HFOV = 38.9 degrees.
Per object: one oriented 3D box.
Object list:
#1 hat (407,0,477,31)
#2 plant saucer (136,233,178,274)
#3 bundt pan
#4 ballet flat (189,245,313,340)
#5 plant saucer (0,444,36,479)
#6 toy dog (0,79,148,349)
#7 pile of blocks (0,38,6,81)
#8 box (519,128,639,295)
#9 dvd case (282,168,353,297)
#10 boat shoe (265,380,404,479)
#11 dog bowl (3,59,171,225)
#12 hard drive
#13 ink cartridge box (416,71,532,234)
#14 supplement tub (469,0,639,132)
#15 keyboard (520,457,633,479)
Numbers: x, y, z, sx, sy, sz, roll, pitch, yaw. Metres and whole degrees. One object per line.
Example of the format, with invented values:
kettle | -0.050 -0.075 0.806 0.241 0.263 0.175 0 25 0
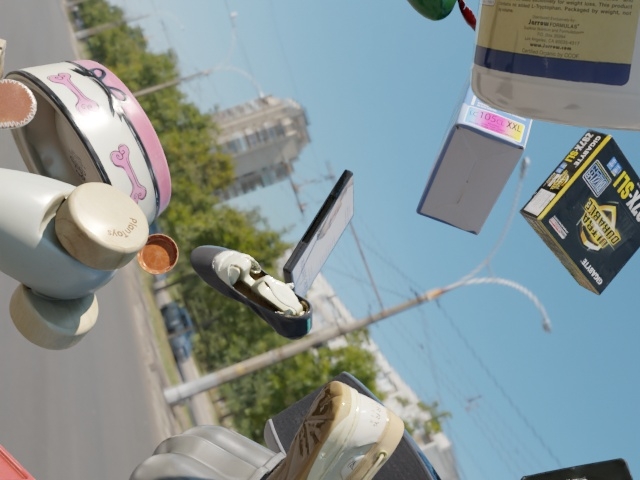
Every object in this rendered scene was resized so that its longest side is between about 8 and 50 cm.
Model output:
hat | 0.238 -0.436 1.769 0.208 0.173 0.184 -26 99 -76
plant saucer | -0.329 0.029 1.837 0.013 0.083 0.083 102 -33 -79
bundt pan | -0.179 0.346 1.032 0.124 0.331 0.331 33 -21 14
ballet flat | -0.092 0.059 1.258 0.203 0.074 0.074 37 -17 8
plant saucer | -0.628 0.391 1.553 0.258 0.259 0.048 22 -84 44
toy dog | -0.302 -0.059 0.873 0.334 0.220 0.161 56 24 -20
pile of blocks | -0.703 -0.345 1.515 0.362 0.149 0.113 35 44 -27
box | 0.639 -0.062 2.117 0.322 0.257 0.079 44 -6 -35
dvd case | 0.000 0.000 1.817 0.022 0.253 0.180 26 -24 14
boat shoe | -0.003 0.167 0.573 0.170 0.059 0.063 -60 -165 26
dog bowl | -0.451 -0.171 1.785 0.408 0.150 0.408 37 -34 30
hard drive | 0.041 0.289 1.178 0.255 0.172 0.054 48 -15 44
ink cartridge box | 0.351 -0.245 1.925 0.270 0.151 0.395 109 6 -48
supplement tub | 0.243 -0.254 0.698 0.228 0.228 0.316 -134 -135 -66
keyboard | 0.455 0.446 1.593 0.100 0.192 0.038 -93 168 -51
